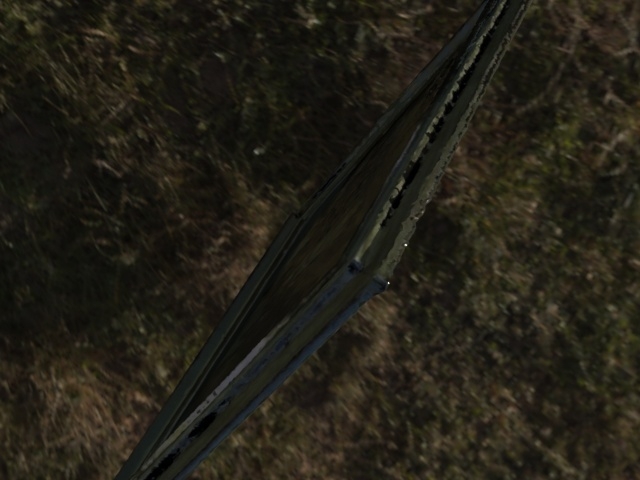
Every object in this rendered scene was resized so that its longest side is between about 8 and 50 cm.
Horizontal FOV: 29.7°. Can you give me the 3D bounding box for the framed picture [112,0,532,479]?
[{"bbox_3d":[0.000,0.000,0.503,0.017,0.274,0.217,38,126,-5],"label":"framed picture"}]
